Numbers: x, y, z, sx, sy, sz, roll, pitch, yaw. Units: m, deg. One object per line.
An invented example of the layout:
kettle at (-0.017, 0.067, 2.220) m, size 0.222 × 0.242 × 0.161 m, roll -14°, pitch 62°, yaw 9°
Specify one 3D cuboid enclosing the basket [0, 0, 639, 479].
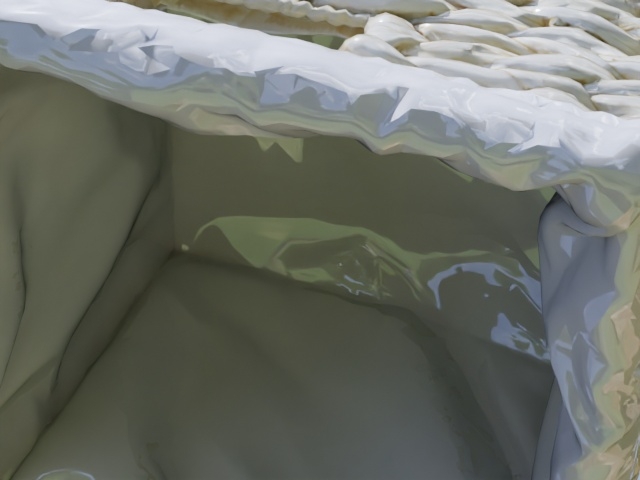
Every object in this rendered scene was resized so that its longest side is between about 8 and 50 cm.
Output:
basket at (0.000, 0.000, 0.753) m, size 0.266 × 0.328 × 0.331 m, roll -57°, pitch -26°, yaw -48°
